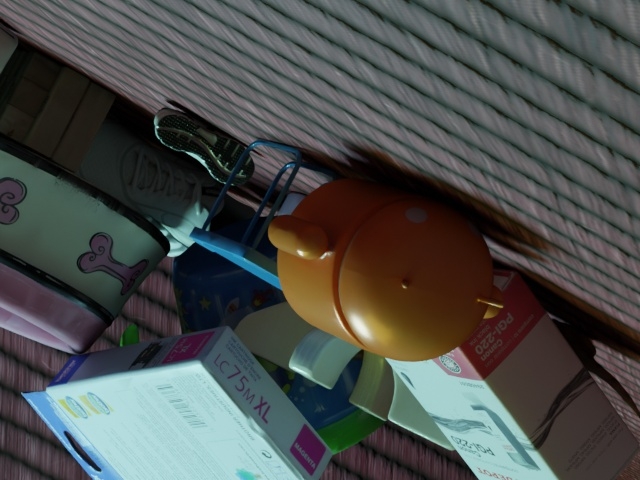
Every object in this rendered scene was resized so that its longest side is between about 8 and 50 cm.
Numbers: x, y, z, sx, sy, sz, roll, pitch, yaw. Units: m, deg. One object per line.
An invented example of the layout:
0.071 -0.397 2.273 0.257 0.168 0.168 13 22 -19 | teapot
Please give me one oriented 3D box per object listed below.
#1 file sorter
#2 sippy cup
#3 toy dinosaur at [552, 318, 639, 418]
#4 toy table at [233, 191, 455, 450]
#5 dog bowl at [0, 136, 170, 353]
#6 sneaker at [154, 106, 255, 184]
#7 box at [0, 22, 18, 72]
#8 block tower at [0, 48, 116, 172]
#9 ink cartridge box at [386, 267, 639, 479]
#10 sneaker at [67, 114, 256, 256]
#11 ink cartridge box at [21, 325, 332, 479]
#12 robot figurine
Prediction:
0.000 0.000 1.561 0.170 0.104 0.118 30 174 -27 | file sorter
-0.053 0.100 1.990 0.240 0.305 0.224 26 137 64 | sippy cup
0.228 0.099 1.677 0.112 0.064 0.211 16 -174 -3 | toy dinosaur
0.051 0.081 1.796 0.274 0.161 0.252 24 173 35 | toy table
-0.372 -0.014 1.941 0.408 0.150 0.408 24 171 4 | dog bowl
-0.105 -0.089 1.663 0.109 0.040 0.044 35 -171 -26 | sneaker
-0.458 -0.219 1.736 0.311 0.121 0.148 26 174 28 | box
-0.321 -0.144 1.932 0.091 0.097 0.335 31 173 -24 | block tower
0.158 0.127 1.615 0.218 0.092 0.158 51 159 -23 | ink cartridge box
-0.180 -0.063 2.027 0.118 0.110 0.292 7 165 37 | sneaker
-0.154 0.188 1.884 0.311 0.065 0.186 -15 121 43 | ink cartridge box
0.050 0.022 1.397 0.158 0.128 0.219 60 163 -22 | robot figurine
